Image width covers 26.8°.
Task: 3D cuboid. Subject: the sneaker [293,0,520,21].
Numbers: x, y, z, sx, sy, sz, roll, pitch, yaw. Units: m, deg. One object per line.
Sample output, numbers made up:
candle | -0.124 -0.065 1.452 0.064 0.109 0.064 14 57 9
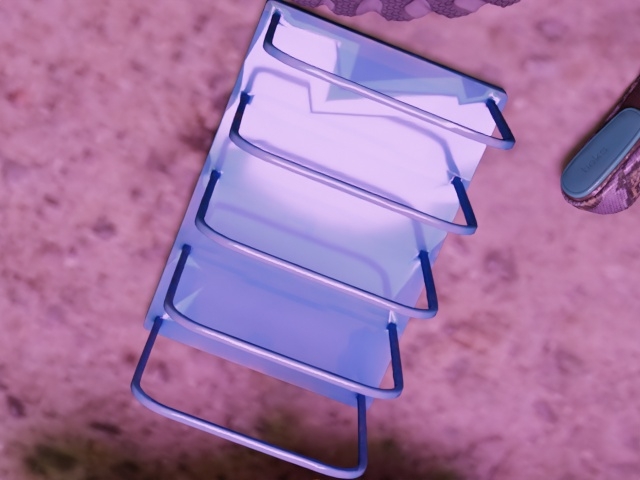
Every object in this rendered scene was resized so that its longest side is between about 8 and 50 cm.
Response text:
sneaker | 0.095 -0.179 0.553 0.281 0.105 0.115 -20 72 11

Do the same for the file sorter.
file sorter | 0.000 0.000 0.589 0.118 0.104 0.170 21 106 -6

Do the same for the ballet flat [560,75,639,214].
ballet flat | 0.156 -0.057 0.608 0.041 0.041 0.114 36 105 -10

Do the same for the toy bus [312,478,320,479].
toy bus | -0.025 0.174 0.580 0.211 0.220 0.149 -29 78 5
